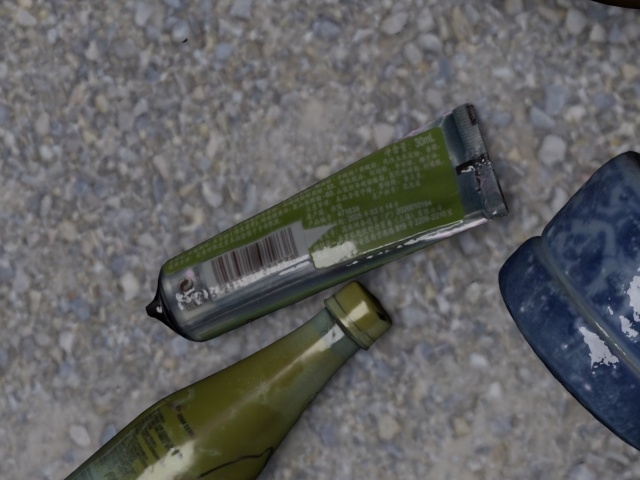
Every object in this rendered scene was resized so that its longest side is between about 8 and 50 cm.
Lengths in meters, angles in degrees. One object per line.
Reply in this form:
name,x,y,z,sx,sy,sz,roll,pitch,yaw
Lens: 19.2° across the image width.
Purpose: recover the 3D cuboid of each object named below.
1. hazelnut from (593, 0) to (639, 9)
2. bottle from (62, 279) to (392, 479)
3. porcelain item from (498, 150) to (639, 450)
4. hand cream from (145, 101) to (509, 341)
hazelnut,0.171,-0.297,0.965,0.315,0.372,0.372,-30,78,-23
bottle,-0.067,0.124,1.167,0.269,0.083,0.083,-39,78,4
porcelain item,0.178,0.038,1.047,0.114,0.147,0.147,-44,77,15
hand cream,0.000,0.000,1.158,0.235,0.055,0.086,-26,56,14
